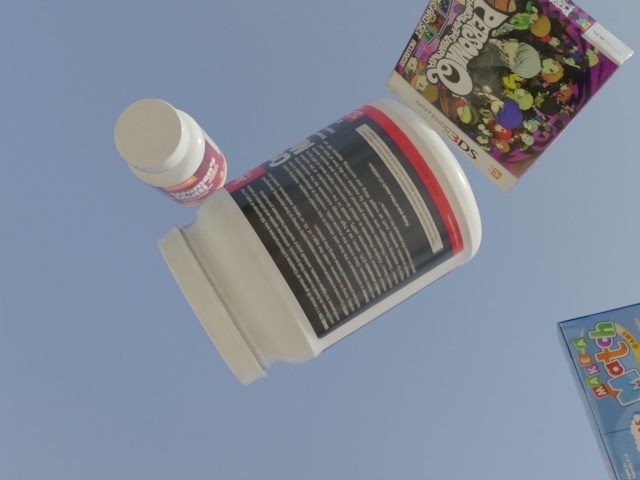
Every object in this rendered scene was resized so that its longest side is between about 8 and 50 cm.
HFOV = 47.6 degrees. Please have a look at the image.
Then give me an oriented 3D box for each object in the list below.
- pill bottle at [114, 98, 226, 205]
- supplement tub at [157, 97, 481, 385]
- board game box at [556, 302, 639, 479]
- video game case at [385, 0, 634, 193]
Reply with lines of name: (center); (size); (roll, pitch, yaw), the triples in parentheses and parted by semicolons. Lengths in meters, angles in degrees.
pill bottle: (-0.227, -0.132, 1.113); (0.121, 0.221, 0.121); (-1, -99, 7)
supplement tub: (0.000, 0.000, 0.716); (0.272, 0.191, 0.191); (-31, -75, -8)
board game box: (0.332, 0.119, 0.618); (0.212, 0.160, 0.039); (-14, -38, 8)
video game case: (0.199, -0.193, 0.827); (0.210, 0.042, 0.232); (44, -34, 9)
